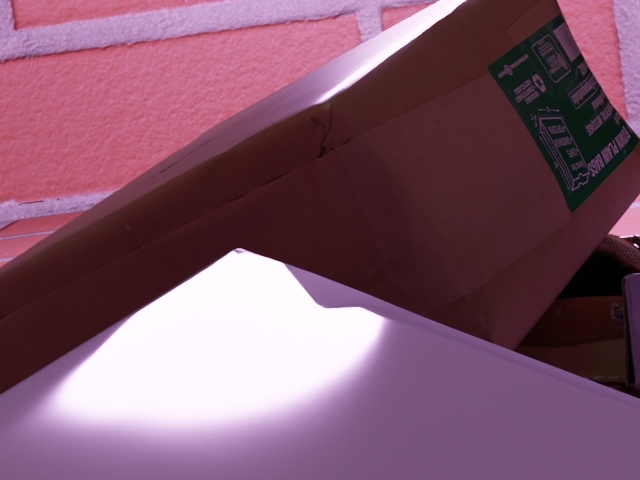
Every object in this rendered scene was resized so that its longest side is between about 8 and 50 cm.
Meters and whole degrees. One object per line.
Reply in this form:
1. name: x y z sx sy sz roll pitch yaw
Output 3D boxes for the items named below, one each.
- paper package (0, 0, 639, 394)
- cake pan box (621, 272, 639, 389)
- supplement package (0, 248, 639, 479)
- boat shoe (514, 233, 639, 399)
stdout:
1. paper package: 0.000 0.000 1.052 0.309 0.168 0.325 -26 7 32
2. cake pan box: 0.318 0.044 0.972 0.246 0.070 0.267 -11 -11 30
3. supplement package: 0.017 0.120 0.413 0.204 0.145 0.262 21 12 9
4. boat shoe: 0.188 0.052 1.129 0.122 0.120 0.324 -6 8 17
